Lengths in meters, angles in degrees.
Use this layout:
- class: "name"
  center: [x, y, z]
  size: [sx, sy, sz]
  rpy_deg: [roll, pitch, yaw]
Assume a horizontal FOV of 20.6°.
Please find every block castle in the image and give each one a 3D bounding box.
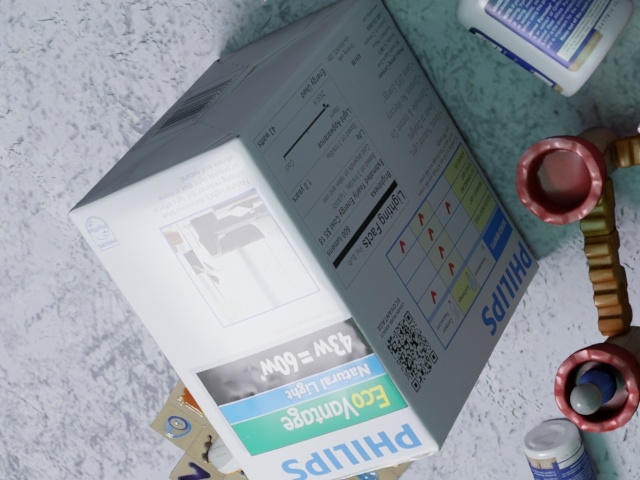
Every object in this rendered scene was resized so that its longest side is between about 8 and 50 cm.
- class: "block castle"
  center: [0.428, 0.021, 1.646]
  size: [0.453, 0.213, 0.303]
  rpy_deg: [-6, 101, 25]

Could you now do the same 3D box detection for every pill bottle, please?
- class: "pill bottle"
  center: [0.195, -0.233, 1.693]
  size: [0.187, 0.112, 0.112]
  rpy_deg: [34, 127, -1]
- class: "pill bottle"
  center: [0.278, 0.270, 2.001]
  size: [0.067, 0.067, 0.120]
  rpy_deg: [-10, 116, 27]

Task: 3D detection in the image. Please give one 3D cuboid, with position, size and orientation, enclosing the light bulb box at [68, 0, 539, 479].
- class: "light bulb box"
  center: [0.000, 0.000, 1.768]
  size: [0.225, 0.358, 0.361]
  rpy_deg: [-21, 109, 34]

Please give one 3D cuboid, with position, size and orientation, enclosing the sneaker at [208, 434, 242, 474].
- class: "sneaker"
  center: [-0.069, 0.162, 2.061]
  size: [0.121, 0.099, 0.262]
  rpy_deg: [41, 119, 4]

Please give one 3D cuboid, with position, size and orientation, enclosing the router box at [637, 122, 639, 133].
- class: "router box"
  center: [0.421, -0.246, 1.472]
  size: [0.082, 0.301, 0.335]
  rpy_deg: [36, 128, -1]

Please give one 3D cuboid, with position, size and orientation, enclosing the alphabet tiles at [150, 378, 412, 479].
- class: "alphabet tiles"
  center: [-0.047, 0.240, 2.155]
  size: [0.285, 0.011, 0.342]
  rpy_deg: [35, 127, 0]
